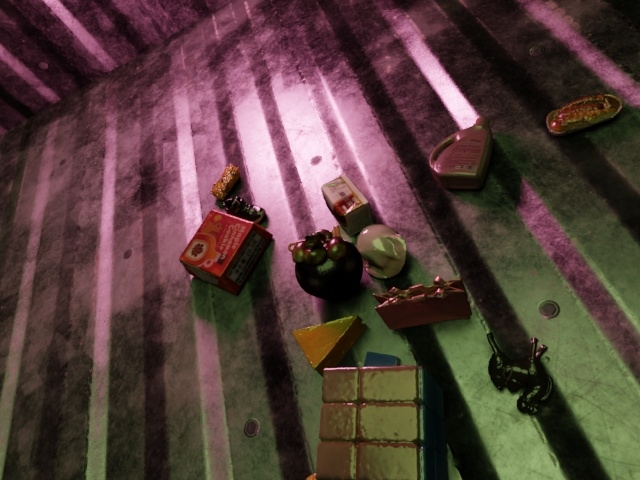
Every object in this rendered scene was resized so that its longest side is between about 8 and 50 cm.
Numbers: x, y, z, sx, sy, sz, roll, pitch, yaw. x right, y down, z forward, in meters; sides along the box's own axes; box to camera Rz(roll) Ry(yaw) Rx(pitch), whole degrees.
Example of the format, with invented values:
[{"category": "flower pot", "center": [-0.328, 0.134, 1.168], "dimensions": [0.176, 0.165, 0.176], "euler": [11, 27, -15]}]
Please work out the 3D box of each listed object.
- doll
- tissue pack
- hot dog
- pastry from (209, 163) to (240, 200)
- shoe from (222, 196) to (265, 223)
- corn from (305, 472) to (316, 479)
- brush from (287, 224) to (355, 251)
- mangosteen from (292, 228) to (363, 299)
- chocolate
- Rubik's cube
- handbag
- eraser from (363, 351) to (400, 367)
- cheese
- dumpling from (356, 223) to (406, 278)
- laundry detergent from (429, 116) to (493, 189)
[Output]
[{"category": "doll", "center": [0.436, 0.291, 1.029], "dimensions": [0.139, 0.057, 0.165], "euler": [1, 65, 23]}, {"category": "tissue pack", "center": [0.079, -0.107, 1.415], "dimensions": [0.099, 0.106, 0.148], "euler": [-28, 50, -8]}, {"category": "hot dog", "center": [0.728, -0.349, 1.295], "dimensions": [0.192, 0.053, 0.099], "euler": [-15, 58, 20]}, {"category": "pastry", "center": [-0.348, -0.215, 1.732], "dimensions": [0.080, 0.056, 0.140], "euler": [28, 81, 44]}, {"category": "shoe", "center": [-0.272, -0.111, 1.598], "dimensions": [0.169, 0.099, 0.071], "euler": [9, 62, 30]}, {"category": "corn", "center": [-0.055, 0.638, 0.986], "dimensions": [0.106, 0.106, 0.305], "euler": [27, 86, 36]}, {"category": "brush", "center": [0.000, 0.000, 1.448], "dimensions": [0.218, 0.010, 0.082], "euler": [-15, 54, 13]}, {"category": "mangosteen", "center": [0.011, 0.056, 1.271], "dimensions": [0.194, 0.230, 0.194], "euler": [-20, 34, 14]}, {"category": "chocolate", "center": [-0.315, 0.026, 1.528], "dimensions": [0.235, 0.108, 0.237], "euler": [19, 68, 32]}, {"category": "Rubik's cube", "center": [0.137, 0.404, 0.991], "dimensions": [0.222, 0.231, 0.224], "euler": [-8, 59, 22]}, {"category": "handbag", "center": [0.250, 0.153, 1.139], "dimensions": [0.213, 0.157, 0.059], "euler": [-13, 55, 19]}, {"category": "eraser", "center": [0.151, 0.316, 1.166], "dimensions": [0.085, 0.027, 0.063], "euler": [3, 60, 27]}, {"category": "cheese", "center": [0.038, 0.254, 1.219], "dimensions": [0.171, 0.093, 0.126], "euler": [-36, 49, 1]}, {"category": "dumpling", "center": [0.163, 0.027, 1.312], "dimensions": [0.177, 0.092, 0.150], "euler": [16, 82, 24]}, {"category": "laundry detergent", "center": [0.414, -0.264, 1.378], "dimensions": [0.171, 0.076, 0.237], "euler": [6, 63, 29]}]
